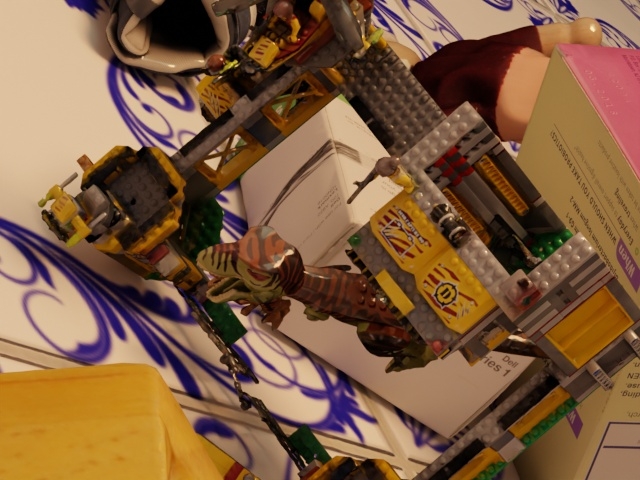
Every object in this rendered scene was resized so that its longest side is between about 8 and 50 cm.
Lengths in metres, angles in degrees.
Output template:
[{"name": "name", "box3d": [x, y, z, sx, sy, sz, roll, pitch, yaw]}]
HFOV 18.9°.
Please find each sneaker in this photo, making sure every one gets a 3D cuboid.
[{"name": "sneaker", "box3d": [-0.139, -0.204, 1.326, 0.226, 0.086, 0.163, 41, 17, -9]}]

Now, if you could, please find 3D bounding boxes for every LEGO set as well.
[{"name": "LEGO set", "box3d": [0.000, 0.000, 0.939, 0.331, 0.255, 0.192, 61, 9, 24]}]

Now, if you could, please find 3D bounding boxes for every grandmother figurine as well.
[{"name": "grandmother figurine", "box3d": [0.142, -0.103, 1.414, 0.342, 0.104, 0.208, 8, 24, 27]}]

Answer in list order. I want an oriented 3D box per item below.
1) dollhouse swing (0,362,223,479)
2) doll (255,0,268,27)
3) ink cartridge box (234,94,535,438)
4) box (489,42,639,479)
[{"name": "dollhouse swing", "box3d": [-0.110, 0.256, 0.493, 0.315, 0.305, 0.347, -4, 33, -5]}, {"name": "doll", "box3d": [-0.017, -0.178, 1.565, 0.189, 0.046, 0.129, 24, 27, -44]}, {"name": "ink cartridge box", "box3d": [0.038, 0.002, 1.237, 0.160, 0.092, 0.219, 34, 22, -24]}, {"name": "box", "box3d": [0.199, 0.035, 1.229, 0.117, 0.243, 0.213, 4, 35, -19]}]
